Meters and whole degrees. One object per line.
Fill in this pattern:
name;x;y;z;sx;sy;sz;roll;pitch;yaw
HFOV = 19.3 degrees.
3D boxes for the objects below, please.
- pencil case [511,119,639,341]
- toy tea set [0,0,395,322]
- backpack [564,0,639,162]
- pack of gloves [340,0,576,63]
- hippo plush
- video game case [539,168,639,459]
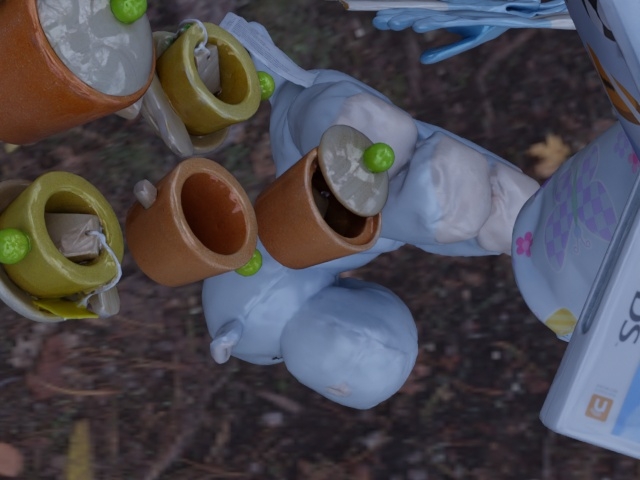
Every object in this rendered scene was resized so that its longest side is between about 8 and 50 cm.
pencil case;0.217;-0.026;1.091;0.113;0.273;0.124;2;70;-23
toy tea set;-0.070;-0.067;1.126;0.336;0.124;0.200;-5;72;-52
backpack;0.147;-0.126;0.463;0.213;0.276;0.263;-9;66;11
pack of gloves;0.137;-0.177;1.595;0.232;0.195;0.046;-1;102;-15
hippo plush;0.000;0.000;1.421;0.294;0.234;0.237;29;97;5
video game case;0.236;0.034;0.945;0.212;0.023;0.193;19;97;-21
